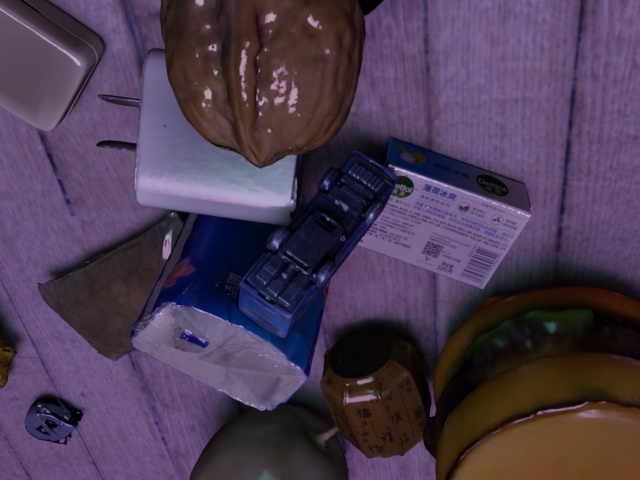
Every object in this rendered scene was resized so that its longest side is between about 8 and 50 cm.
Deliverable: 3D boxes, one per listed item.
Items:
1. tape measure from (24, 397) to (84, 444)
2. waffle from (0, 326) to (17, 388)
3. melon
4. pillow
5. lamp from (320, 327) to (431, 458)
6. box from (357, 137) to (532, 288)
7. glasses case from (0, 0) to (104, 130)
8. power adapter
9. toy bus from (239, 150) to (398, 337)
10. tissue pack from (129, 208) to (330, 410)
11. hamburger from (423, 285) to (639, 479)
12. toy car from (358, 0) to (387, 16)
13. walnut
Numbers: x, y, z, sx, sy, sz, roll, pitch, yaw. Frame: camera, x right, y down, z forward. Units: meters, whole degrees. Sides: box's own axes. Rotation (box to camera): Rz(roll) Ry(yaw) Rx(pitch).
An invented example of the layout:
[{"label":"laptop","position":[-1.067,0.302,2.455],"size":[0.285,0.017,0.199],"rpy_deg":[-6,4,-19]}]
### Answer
[{"label":"tape measure","position":[-0.503,0.338,1.360],"size":[0.094,0.054,0.091],"rpy_deg":[26,121,-15]},{"label":"waffle","position":[-0.670,0.184,1.217],"size":[0.302,0.068,0.325],"rpy_deg":[-3,146,1]},{"label":"melon","position":[-0.087,0.416,1.229],"size":[0.271,0.272,0.308],"rpy_deg":[18,121,-5]},{"label":"pillow","position":[-0.280,0.082,1.111],"size":[0.302,0.075,0.185],"rpy_deg":[-25,119,24]},{"label":"lamp","position":[0.088,0.236,1.127],"size":[0.161,0.161,0.185],"rpy_deg":[-13,124,18]},{"label":"box","position":[0.154,-0.033,0.952],"size":[0.194,0.073,0.139],"rpy_deg":[19,128,-6]},{"label":"glasses case","position":[-0.425,-0.267,0.862],"size":[0.313,0.070,0.131],"rpy_deg":[33,125,-17]},{"label":"power adapter","position":[-0.142,-0.127,0.868],"size":[0.255,0.124,0.187],"rpy_deg":[8,101,3]},{"label":"toy bus","position":[-0.003,-0.001,0.831],"size":[0.079,0.236,0.094],"rpy_deg":[37,146,5]},{"label":"tissue pack","position":[-0.096,0.054,0.934],"size":[0.209,0.270,0.137],"rpy_deg":[30,130,-12]},{"label":"hamburger","position":[0.343,0.265,1.026],"size":[0.395,0.277,0.396],"rpy_deg":[4,125,6]},{"label":"toy car","position":[0.010,-0.317,0.753],"size":[0.095,0.056,0.205],"rpy_deg":[-16,145,18]},{"label":"walnut","position":[-0.054,-0.192,0.694],"size":[0.198,0.198,0.245],"rpy_deg":[2,96,8]}]
